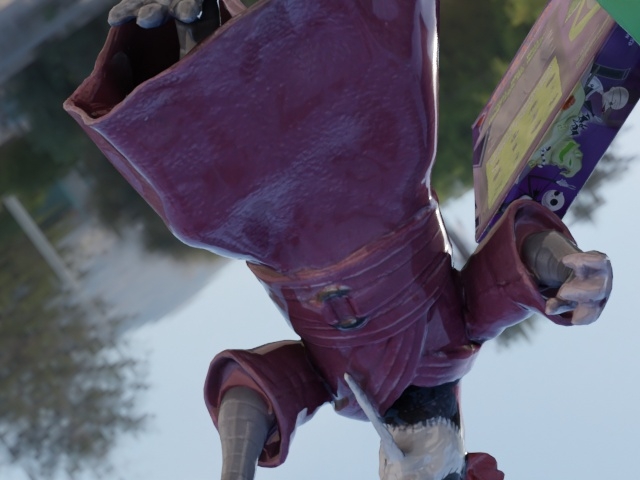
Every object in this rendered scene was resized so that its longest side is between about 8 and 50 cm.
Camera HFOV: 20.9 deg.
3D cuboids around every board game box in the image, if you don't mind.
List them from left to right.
[{"bbox_3d":[0.201,-0.168,1.118,0.347,0.056,0.208,-60,-167,25],"label":"board game box"}]

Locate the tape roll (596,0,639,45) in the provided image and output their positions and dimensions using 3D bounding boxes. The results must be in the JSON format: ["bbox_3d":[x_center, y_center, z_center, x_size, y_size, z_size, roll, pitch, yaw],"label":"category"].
[{"bbox_3d":[0.197,-0.162,0.754,0.077,0.321,0.321,-45,-177,34],"label":"tape roll"}]

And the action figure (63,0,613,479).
[{"bbox_3d":[0.000,0.000,0.909,0.248,0.370,0.276,-22,-149,0],"label":"action figure"}]
